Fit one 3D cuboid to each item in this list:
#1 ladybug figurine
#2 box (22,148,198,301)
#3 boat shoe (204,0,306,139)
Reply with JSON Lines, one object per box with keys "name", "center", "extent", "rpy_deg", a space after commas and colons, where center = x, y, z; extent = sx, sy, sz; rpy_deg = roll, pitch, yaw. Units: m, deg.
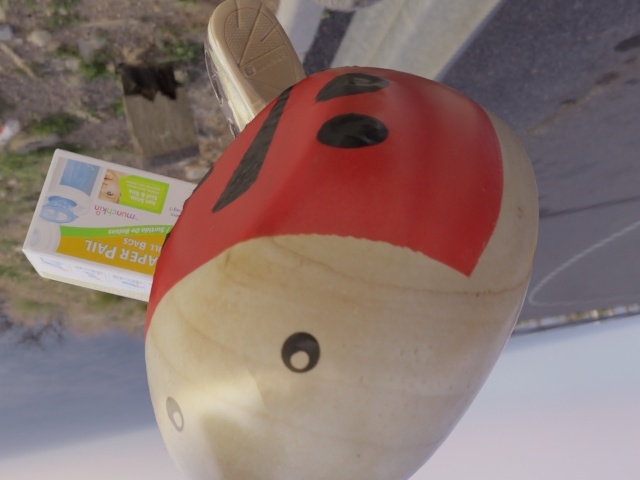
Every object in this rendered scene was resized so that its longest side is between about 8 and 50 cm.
{"name": "ladybug figurine", "center": [0.000, 0.000, 0.628], "extent": [0.305, 0.162, 0.449], "rpy_deg": [-33, -158, 24]}
{"name": "box", "center": [-0.182, -0.003, 0.881], "extent": [0.203, 0.114, 0.103], "rpy_deg": [13, 162, -4]}
{"name": "boat shoe", "center": [-0.047, -0.125, 0.949], "extent": [0.103, 0.285, 0.092], "rpy_deg": [-30, -171, -19]}
